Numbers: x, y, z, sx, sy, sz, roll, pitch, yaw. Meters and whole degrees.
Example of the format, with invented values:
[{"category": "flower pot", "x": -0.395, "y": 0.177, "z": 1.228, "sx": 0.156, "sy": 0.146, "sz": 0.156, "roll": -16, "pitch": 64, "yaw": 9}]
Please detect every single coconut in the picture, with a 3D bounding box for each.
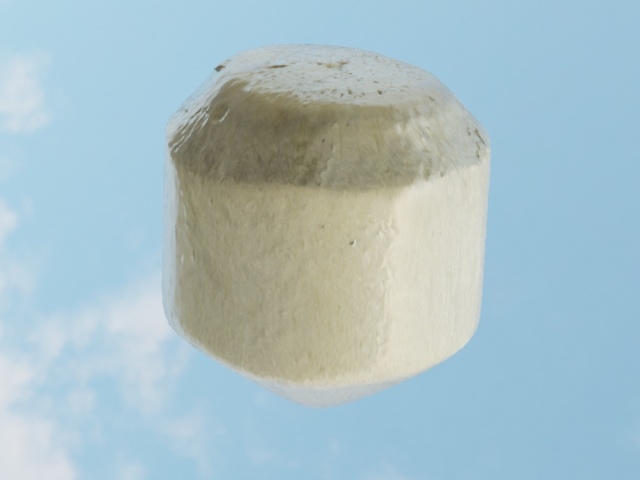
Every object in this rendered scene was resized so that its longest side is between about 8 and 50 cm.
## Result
[{"category": "coconut", "x": 0.000, "y": 0.000, "z": 1.001, "sx": 0.237, "sy": 0.237, "sz": 0.265, "roll": 14, "pitch": -63, "yaw": 34}]
